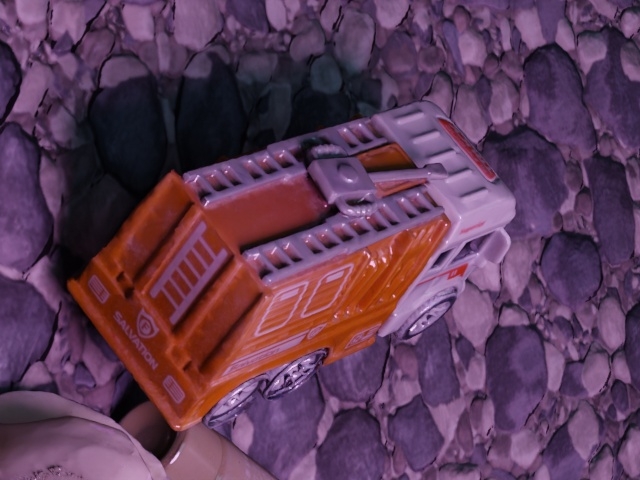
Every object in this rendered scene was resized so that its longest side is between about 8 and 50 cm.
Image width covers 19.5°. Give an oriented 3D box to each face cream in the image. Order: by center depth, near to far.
[{"bbox_3d":[-0.059,0.255,1.626,0.341,0.084,0.137,49,56,-42],"label":"face cream"}]

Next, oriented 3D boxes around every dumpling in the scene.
[{"bbox_3d":[-0.190,0.189,1.417,0.247,0.142,0.172,31,33,-1],"label":"dumpling"}]

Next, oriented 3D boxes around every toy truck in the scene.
[{"bbox_3d":[0.000,0.000,1.561,0.387,0.207,0.173,-21,66,-47],"label":"toy truck"}]
